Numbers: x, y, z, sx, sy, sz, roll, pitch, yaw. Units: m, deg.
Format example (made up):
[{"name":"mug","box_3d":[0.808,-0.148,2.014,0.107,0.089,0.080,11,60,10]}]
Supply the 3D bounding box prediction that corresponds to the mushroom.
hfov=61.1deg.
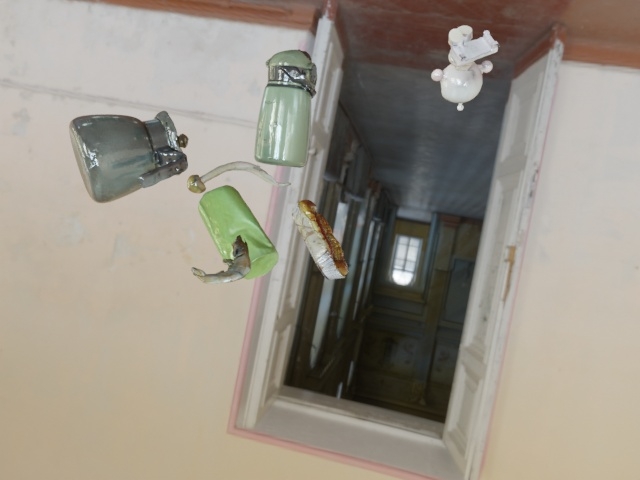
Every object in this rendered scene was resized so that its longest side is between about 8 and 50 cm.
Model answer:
[{"name":"mushroom","box_3d":[-0.182,-0.148,1.247,0.043,0.068,0.306,7,-167,37]}]

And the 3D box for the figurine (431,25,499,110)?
[{"name":"figurine","box_3d":[0.457,-0.528,1.698,0.144,0.182,0.256,44,164,26]}]

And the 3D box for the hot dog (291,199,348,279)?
[{"name":"hot dog","box_3d":[0.000,0.000,1.401,0.131,0.069,0.252,40,-160,-54]}]

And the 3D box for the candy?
[{"name":"candy","box_3d":[-0.257,-0.030,1.651,0.142,0.132,0.343,2,-141,-42]}]

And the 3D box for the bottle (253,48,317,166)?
[{"name":"bottle","box_3d":[-0.103,-0.399,1.643,0.168,0.347,0.168,8,-170,-1]}]

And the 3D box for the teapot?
[{"name":"teapot","box_3d":[-0.464,-0.236,1.384,0.285,0.223,0.305,-20,-173,-27]}]

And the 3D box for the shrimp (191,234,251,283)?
[{"name":"shrimp","box_3d":[-0.249,0.049,1.361,0.148,0.035,0.195,-15,-147,-1]}]
